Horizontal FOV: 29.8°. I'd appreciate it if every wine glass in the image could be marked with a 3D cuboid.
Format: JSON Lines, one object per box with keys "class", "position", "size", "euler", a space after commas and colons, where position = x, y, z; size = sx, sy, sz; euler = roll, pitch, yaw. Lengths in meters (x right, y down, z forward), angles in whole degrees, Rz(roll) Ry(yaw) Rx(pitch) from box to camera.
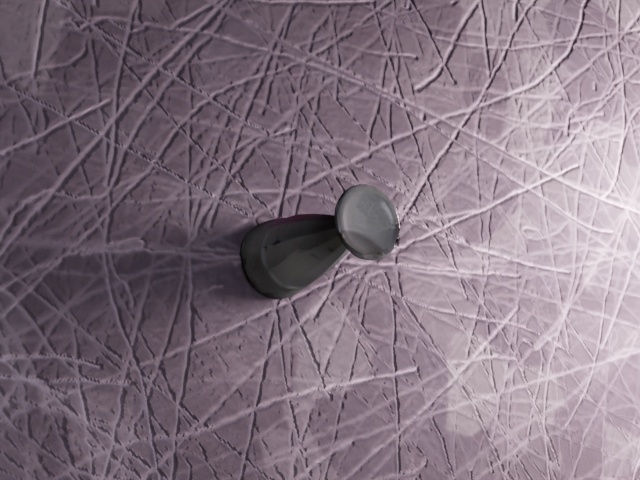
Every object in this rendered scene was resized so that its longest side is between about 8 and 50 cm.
{"class": "wine glass", "position": [0.000, 0.000, 1.036], "size": [0.073, 0.155, 0.073], "euler": [11, 70, -32]}
